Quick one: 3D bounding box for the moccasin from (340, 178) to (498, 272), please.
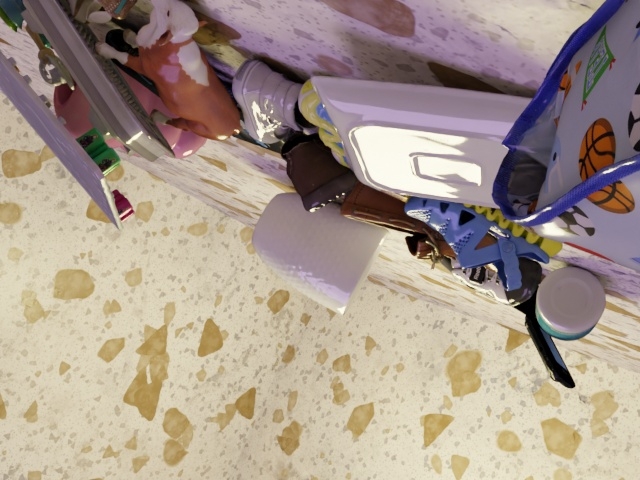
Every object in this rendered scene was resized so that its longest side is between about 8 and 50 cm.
[{"bbox_3d":[0.223,-0.016,1.681,0.380,0.147,0.139,26,173,-15],"label":"moccasin"}]

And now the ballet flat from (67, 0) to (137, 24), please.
[{"bbox_3d":[-0.359,-0.374,1.231,0.073,0.067,0.206,29,171,-39],"label":"ballet flat"}]

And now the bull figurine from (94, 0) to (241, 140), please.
[{"bbox_3d":[-0.233,-0.268,1.245,0.188,0.101,0.310,19,156,27],"label":"bull figurine"}]

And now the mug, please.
[{"bbox_3d":[0.000,0.000,2.260,0.328,0.276,0.374,28,-156,7],"label":"mug"}]

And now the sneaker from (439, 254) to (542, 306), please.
[{"bbox_3d":[0.394,0.073,1.899,0.146,0.123,0.330,24,173,-22],"label":"sneaker"}]

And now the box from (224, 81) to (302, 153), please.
[{"bbox_3d":[-0.138,-0.243,1.568,0.175,0.051,0.220,21,173,20],"label":"box"}]

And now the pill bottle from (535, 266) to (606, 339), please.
[{"bbox_3d":[0.573,0.154,1.814,0.146,0.146,0.264,22,172,18],"label":"pill bottle"}]

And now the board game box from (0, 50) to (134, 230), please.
[{"bbox_3d":[-0.469,-0.216,1.365,0.390,0.050,0.390,49,165,3],"label":"board game box"}]

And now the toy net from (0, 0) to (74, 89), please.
[{"bbox_3d":[-0.494,-0.336,1.378,0.232,0.045,0.122,56,178,18],"label":"toy net"}]

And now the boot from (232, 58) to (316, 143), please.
[{"bbox_3d":[-0.061,-0.212,1.344,0.123,0.095,0.258,28,174,14],"label":"boot"}]

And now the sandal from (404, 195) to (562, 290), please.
[{"bbox_3d":[0.308,-0.004,1.552,0.317,0.138,0.126,24,176,13],"label":"sandal"}]

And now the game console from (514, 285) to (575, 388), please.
[{"bbox_3d":[0.548,0.215,1.954,0.213,0.044,0.361,28,-148,-35],"label":"game console"}]

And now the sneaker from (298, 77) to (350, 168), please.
[{"bbox_3d":[0.068,-0.171,1.253,0.126,0.091,0.240,17,170,40],"label":"sneaker"}]

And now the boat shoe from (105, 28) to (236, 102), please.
[{"bbox_3d":[-0.275,-0.293,1.412,0.258,0.109,0.089,22,177,-6],"label":"boat shoe"}]

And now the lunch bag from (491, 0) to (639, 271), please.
[{"bbox_3d":[0.338,-0.056,0.621,0.327,0.239,0.385,22,166,1],"label":"lunch bag"}]

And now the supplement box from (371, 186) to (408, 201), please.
[{"bbox_3d":[0.143,-0.119,1.555,0.083,0.055,0.043,24,174,3],"label":"supplement box"}]

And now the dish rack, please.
[{"bbox_3d":[-0.383,-0.276,1.339,0.333,0.072,0.285,57,179,3],"label":"dish rack"}]

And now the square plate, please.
[{"bbox_3d":[0.180,-0.119,1.109,0.347,0.049,0.344,9,167,15],"label":"square plate"}]

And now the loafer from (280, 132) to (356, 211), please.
[{"bbox_3d":[-0.002,-0.152,1.469,0.130,0.133,0.366,61,-179,-9],"label":"loafer"}]

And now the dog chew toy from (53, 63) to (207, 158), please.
[{"bbox_3d":[-0.381,-0.268,1.645,0.331,0.207,0.206,19,178,-42],"label":"dog chew toy"}]
